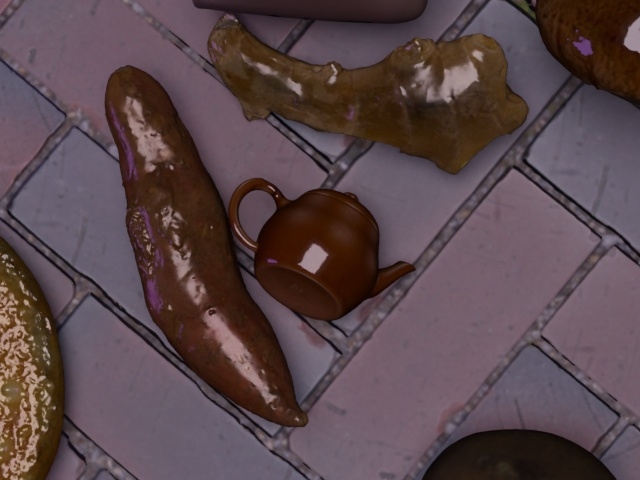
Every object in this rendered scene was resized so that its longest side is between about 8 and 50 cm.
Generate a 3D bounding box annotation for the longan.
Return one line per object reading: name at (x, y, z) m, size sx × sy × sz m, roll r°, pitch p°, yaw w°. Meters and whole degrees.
longan at (0.170, 0.240, 1.571) m, size 0.187 × 0.167 × 0.167 m, roll 34°, pitch 90°, yaw 10°

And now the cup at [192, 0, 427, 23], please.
cup at (-0.001, -0.269, 1.580) m, size 0.200 × 0.253 × 0.192 m, roll 8°, pitch 114°, yaw 3°

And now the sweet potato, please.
sweet potato at (-0.117, 0.018, 1.649) m, size 0.106 × 0.095 × 0.355 m, roll -34°, pitch 79°, yaw 48°

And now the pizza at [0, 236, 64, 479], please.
pizza at (-0.326, 0.112, 1.680) m, size 0.197 × 0.058 × 0.292 m, roll -20°, pitch 83°, yaw 5°

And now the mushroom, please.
mushroom at (0.306, -0.183, 1.580) m, size 0.267 × 0.267 × 0.254 m, roll 34°, pitch 124°, yaw 7°

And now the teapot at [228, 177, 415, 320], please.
teapot at (0.000, 0.000, 1.635) m, size 0.173 × 0.116 × 0.116 m, roll 30°, pitch 89°, yaw -4°

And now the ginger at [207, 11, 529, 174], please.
ginger at (0.036, -0.139, 1.645) m, size 0.294 × 0.086 × 0.131 m, roll 14°, pitch 129°, yaw 12°
